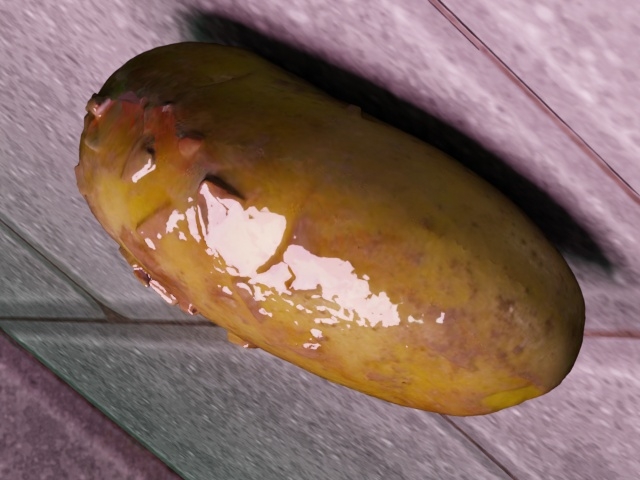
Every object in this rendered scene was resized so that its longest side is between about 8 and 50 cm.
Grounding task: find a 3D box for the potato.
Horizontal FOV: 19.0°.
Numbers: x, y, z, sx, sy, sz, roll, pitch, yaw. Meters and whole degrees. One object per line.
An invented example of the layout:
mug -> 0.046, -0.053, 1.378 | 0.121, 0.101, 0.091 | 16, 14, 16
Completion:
potato -> 0.000, 0.000, 1.015 | 0.298, 0.141, 0.176 | 31, 171, 19
